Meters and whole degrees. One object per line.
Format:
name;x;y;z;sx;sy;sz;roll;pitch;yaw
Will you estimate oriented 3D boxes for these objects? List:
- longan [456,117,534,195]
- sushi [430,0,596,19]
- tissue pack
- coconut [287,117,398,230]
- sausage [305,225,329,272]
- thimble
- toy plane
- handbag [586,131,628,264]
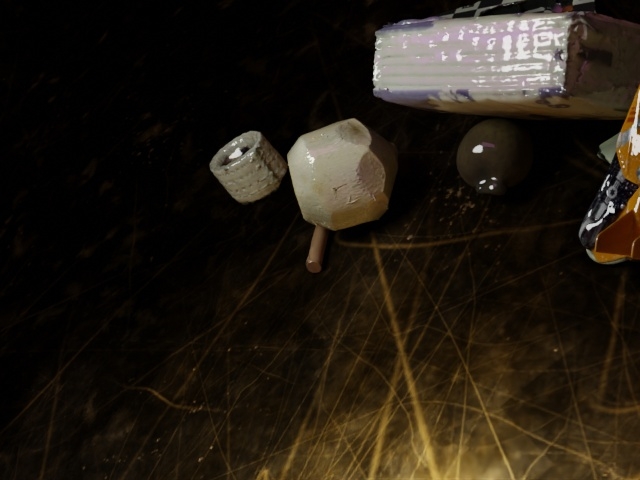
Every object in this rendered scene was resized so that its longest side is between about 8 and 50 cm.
longan;0.237;-0.109;1.330;0.106;0.106;0.119;-13;52;35
sushi;0.309;-0.338;1.570;0.280;0.043;0.192;-15;39;23
tissue pack;0.268;-0.226;1.298;0.344;0.242;0.125;12;97;50
coconut;0.040;-0.100;1.462;0.162;0.161;0.161;-13;38;4
sausage;0.000;0.000;1.498;0.026;0.026;0.116;-18;38;30
thimble;-0.125;-0.127;1.713;0.115;0.090;0.102;-8;41;41
toy plane;0.376;-0.124;1.039;0.204;0.103;0.316;13;90;59
handbag;0.427;-0.091;1.117;0.315;0.109;0.241;-35;34;15
